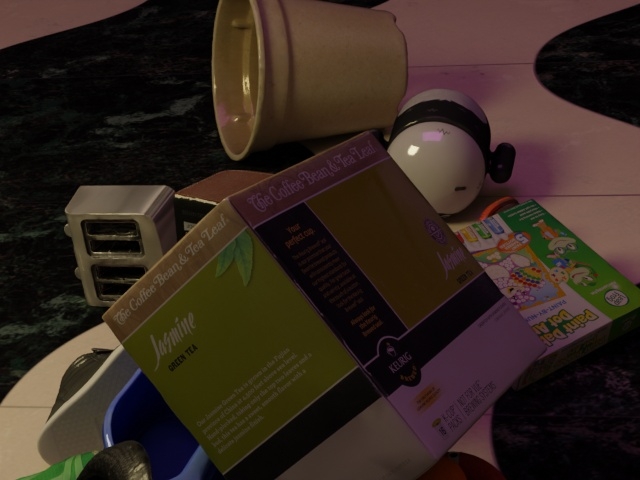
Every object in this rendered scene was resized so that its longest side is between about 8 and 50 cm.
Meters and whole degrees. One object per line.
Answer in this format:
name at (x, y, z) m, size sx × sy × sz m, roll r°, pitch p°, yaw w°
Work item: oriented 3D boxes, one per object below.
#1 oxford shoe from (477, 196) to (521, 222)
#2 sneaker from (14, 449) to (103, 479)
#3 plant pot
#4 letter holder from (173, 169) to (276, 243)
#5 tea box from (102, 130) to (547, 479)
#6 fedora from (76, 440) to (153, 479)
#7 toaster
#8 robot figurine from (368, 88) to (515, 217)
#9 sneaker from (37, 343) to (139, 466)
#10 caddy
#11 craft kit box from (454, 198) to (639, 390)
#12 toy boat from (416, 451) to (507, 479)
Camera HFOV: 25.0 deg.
oxford shoe at (0.262, 0.028, 2.133) m, size 0.098 × 0.097 × 0.271 m, roll 19°, pitch 40°, yaw 17°
sneaker at (-0.309, 0.330, 1.614) m, size 0.123 × 0.110 × 0.295 m, roll -4°, pitch 18°, yaw 25°
plant pot at (-0.014, -0.318, 2.676) m, size 0.305 × 0.334 × 0.334 m, roll -3°, pitch 24°, yaw -18°
letter holder at (0.000, 0.000, 1.836) m, size 0.301 × 0.152 × 0.214 m, roll 11°, pitch 26°, yaw 31°
tea box at (0.014, 0.096, 1.517) m, size 0.220 × 0.323 × 0.329 m, roll -41°, pitch -6°, yaw 31°
fedora at (-0.153, 0.358, 1.340) m, size 0.152 × 0.334 × 0.334 m, roll 12°, pitch 18°, yaw -25°
toaster at (-0.284, 0.008, 2.189) m, size 0.185 × 0.168 × 0.110 m, roll 1°, pitch 29°, yaw 16°
robot figurine at (0.195, -0.145, 2.402) m, size 0.209 × 0.174 × 0.278 m, roll -30°, pitch 18°, yaw 22°
sneaker at (-0.236, 0.156, 1.828) m, size 0.295 × 0.104 × 0.147 m, roll -39°, pitch 20°, yaw 11°
caddy at (-0.109, 0.225, 1.600) m, size 0.241 × 0.179 × 0.341 m, roll 25°, pitch 31°, yaw 5°
craft kit box at (0.280, 0.067, 1.982) m, size 0.249 × 0.061 × 0.246 m, roll -23°, pitch 54°, yaw -31°
toy boat at (0.129, 0.293, 1.520) m, size 0.151 × 0.151 × 0.231 m, roll 1°, pitch 26°, yaw 13°
